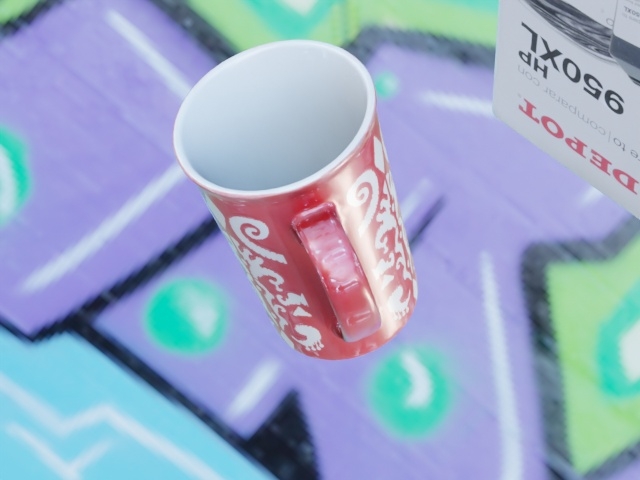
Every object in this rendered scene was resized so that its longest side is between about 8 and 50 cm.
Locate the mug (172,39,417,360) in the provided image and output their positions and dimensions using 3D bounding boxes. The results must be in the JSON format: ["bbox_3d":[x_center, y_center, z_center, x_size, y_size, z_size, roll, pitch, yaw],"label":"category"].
[{"bbox_3d":[-0.009,-0.002,1.066,0.169,0.113,0.150,69,25,-49],"label":"mug"}]

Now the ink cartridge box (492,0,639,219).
[{"bbox_3d":[0.266,-0.163,1.161,0.285,0.166,0.395,39,-23,24],"label":"ink cartridge box"}]
